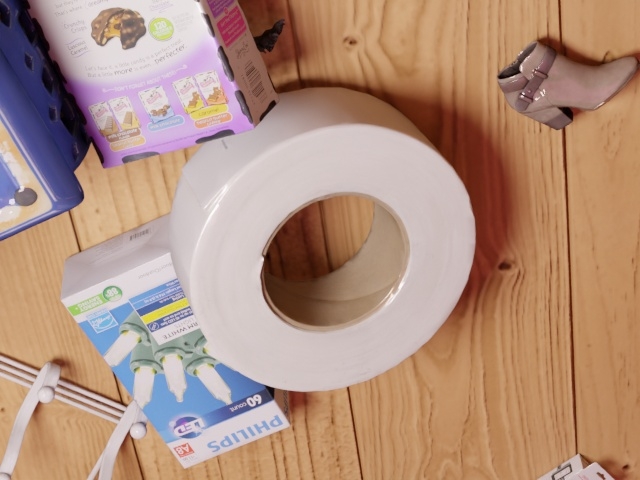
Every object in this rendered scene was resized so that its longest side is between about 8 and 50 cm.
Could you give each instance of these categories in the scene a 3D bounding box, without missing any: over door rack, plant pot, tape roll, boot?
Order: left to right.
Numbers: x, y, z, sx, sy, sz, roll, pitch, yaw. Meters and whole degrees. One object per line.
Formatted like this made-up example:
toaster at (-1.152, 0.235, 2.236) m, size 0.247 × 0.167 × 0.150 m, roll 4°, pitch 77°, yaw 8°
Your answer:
plant pot at (-0.340, -0.107, 1.272) m, size 0.236 × 0.212 × 0.236 m, roll -23°, pitch 124°, yaw 4°
over door rack at (-0.362, 0.263, 1.609) m, size 0.239 × 0.108 × 0.324 m, roll 26°, pitch 120°, yaw -18°
tape roll at (0.000, 0.000, 1.402) m, size 0.286 × 0.100 × 0.286 m, roll -8°, pitch 120°, yaw -15°
boot at (0.229, -0.157, 1.384) m, size 0.118 × 0.042 × 0.087 m, roll -39°, pitch 116°, yaw 22°

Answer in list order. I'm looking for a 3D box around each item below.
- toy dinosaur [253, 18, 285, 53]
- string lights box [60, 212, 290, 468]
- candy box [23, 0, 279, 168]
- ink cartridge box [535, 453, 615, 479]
toy dinosaur at (-0.108, -0.177, 1.342) m, size 0.118 × 0.064 × 0.268 m, roll 27°, pitch 121°, yaw -3°
string lights box at (-0.146, 0.107, 1.528) m, size 0.133 × 0.077 × 0.260 m, roll -23°, pitch 123°, yaw 11°
candy box at (-0.151, -0.178, 1.281) m, size 0.164 × 0.070 × 0.196 m, roll -12°, pitch 114°, yaw 27°
ink cartridge box at (0.296, 0.281, 1.701) m, size 0.083 × 0.028 × 0.048 m, roll -36°, pitch 119°, yaw 21°
